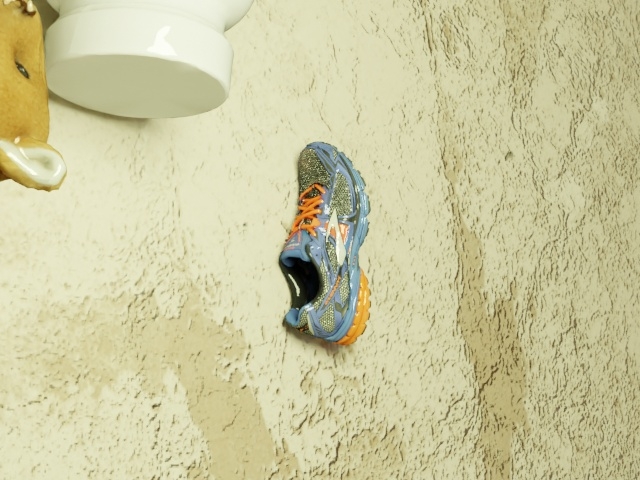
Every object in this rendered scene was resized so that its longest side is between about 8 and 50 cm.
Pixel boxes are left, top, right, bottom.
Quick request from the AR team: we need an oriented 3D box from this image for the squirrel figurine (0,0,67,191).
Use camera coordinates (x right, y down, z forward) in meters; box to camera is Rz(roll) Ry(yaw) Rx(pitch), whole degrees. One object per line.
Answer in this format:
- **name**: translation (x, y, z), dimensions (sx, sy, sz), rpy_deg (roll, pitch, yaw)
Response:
- **squirrel figurine**: translation (-0.387, -0.093, 1.184), dimensions (0.370, 0.281, 0.397), rpy_deg (26, 77, -50)

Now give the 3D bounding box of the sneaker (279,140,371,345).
- **sneaker**: translation (0.000, 0.000, 1.634), dimensions (0.087, 0.083, 0.221), rpy_deg (4, 74, -36)

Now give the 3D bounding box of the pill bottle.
- **pill bottle**: translation (-0.158, -0.312, 1.453), dimensions (0.210, 0.210, 0.363), rpy_deg (17, 69, -42)
